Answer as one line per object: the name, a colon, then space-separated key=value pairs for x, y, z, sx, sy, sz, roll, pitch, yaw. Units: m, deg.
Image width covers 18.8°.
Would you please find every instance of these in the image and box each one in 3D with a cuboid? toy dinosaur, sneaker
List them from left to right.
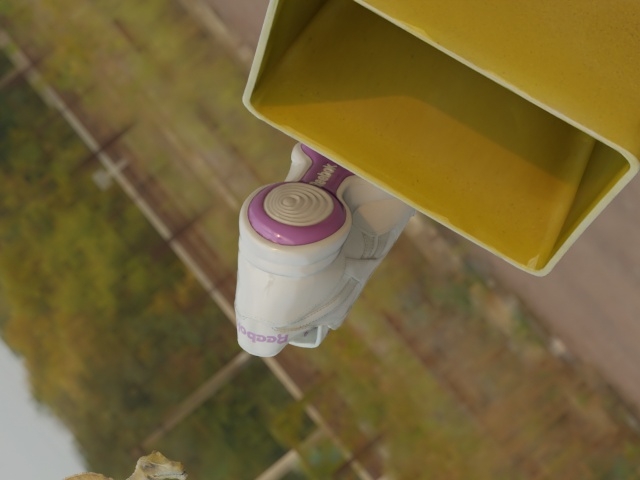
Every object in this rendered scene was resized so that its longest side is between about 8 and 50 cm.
toy dinosaur: x=-0.161 y=0.199 z=1.351 sx=0.092 sy=0.183 sz=0.053 roll=51 pitch=-165 yaw=-35
sneaker: x=0.000 y=0.000 z=1.674 sx=0.114 sy=0.152 sz=0.305 roll=21 pitch=-154 yaw=19

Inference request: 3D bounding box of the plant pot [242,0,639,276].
plant pot: x=0.101 y=-0.135 z=1.102 sx=0.212 sy=0.187 sz=0.212 roll=30 pitch=161 yaw=2
